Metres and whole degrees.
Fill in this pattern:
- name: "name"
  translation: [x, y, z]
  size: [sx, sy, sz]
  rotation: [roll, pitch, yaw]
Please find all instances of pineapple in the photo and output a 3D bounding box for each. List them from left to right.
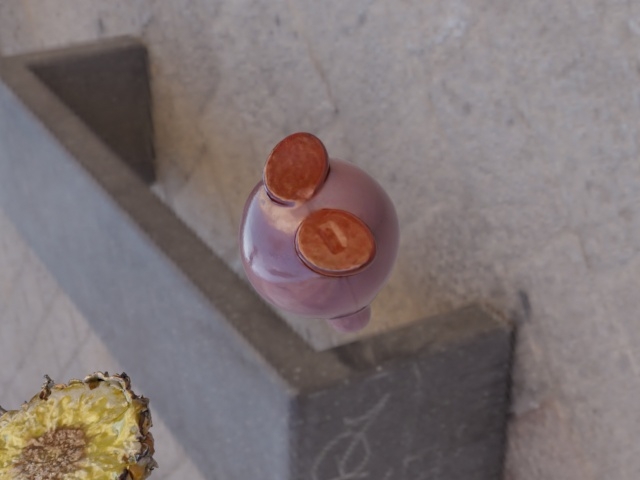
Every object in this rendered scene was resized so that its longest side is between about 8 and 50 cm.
- name: "pineapple"
  translation: [-0.236, 0.201, 1.136]
  size: [0.221, 0.221, 0.047]
  rotation: [42, 165, 50]

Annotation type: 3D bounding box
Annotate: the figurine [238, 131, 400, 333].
- name: "figurine"
  translation: [0.000, 0.000, 1.278]
  size: [0.173, 0.173, 0.173]
  rotation: [39, 135, 52]
